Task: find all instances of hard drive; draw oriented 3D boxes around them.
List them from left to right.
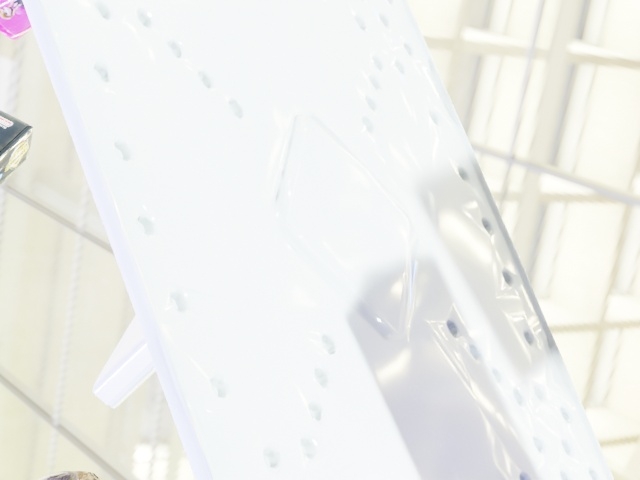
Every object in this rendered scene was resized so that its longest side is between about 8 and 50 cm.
[{"bbox_3d":[-0.130,0.045,1.618,0.040,0.203,0.307,41,-63,-10],"label":"hard drive"}]

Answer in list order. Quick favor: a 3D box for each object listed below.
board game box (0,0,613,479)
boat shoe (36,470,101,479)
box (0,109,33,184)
[{"bbox_3d":[0.000,0.000,0.789,0.390,0.050,0.390,-1,-114,-57],"label":"board game box"},{"bbox_3d":[-0.148,0.324,1.031,0.116,0.123,0.324,-11,-89,-50],"label":"boat shoe"},{"bbox_3d":[-0.431,-0.102,1.417,0.175,0.220,0.051,-55,-11,-48],"label":"box"}]
